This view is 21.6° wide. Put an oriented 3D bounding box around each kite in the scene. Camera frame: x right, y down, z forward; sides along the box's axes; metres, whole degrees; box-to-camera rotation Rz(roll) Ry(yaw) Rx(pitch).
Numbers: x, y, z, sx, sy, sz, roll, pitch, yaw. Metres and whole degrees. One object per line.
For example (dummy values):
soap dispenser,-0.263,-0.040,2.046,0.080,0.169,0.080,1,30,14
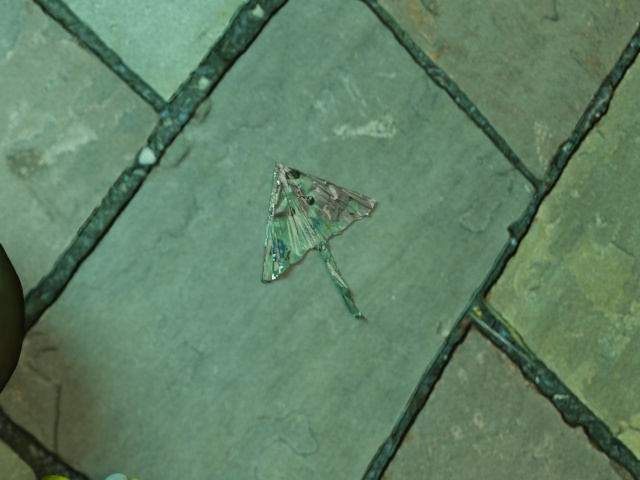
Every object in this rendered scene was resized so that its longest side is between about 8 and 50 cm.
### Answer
kite,0.000,0.000,1.435,0.139,0.011,0.156,-32,101,-29

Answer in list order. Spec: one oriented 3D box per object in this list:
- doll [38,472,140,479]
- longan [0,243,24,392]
doll,-0.088,0.285,1.287,0.316,0.103,0.145,29,45,-16
longan,-0.306,0.043,1.131,0.198,0.198,0.212,-33,99,-31
